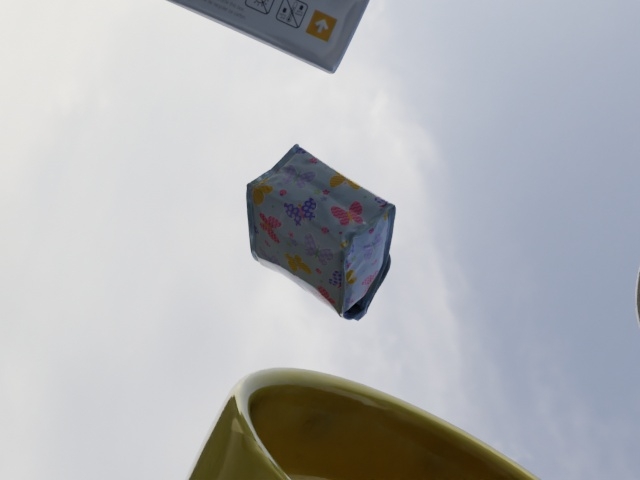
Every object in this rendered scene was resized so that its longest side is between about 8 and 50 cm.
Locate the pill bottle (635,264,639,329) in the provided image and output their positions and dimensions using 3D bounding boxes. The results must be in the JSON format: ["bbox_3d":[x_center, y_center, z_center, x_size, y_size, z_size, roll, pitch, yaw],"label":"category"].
[{"bbox_3d":[0.273,0.039,0.494,0.108,0.180,0.107,-161,-90,-77],"label":"pill bottle"}]

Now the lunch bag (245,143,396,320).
[{"bbox_3d":[0.000,0.000,0.507,0.071,0.083,0.053,33,-124,24],"label":"lunch bag"}]

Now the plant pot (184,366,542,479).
[{"bbox_3d":[0.016,0.233,0.502,0.254,0.254,0.239,38,-75,51],"label":"plant pot"}]

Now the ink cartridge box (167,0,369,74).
[{"bbox_3d":[0.006,-0.317,0.629,0.069,0.176,0.370,-96,-149,-69],"label":"ink cartridge box"}]
